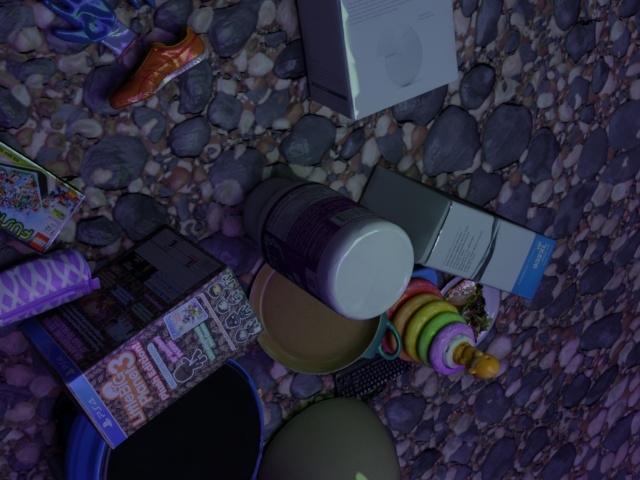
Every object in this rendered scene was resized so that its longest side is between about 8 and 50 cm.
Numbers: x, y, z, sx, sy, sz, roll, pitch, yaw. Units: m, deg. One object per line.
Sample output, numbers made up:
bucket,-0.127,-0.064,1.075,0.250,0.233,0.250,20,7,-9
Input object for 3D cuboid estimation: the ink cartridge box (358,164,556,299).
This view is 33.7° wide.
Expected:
ink cartridge box,0.247,-0.014,1.954,0.307,0.223,0.129,17,99,-40

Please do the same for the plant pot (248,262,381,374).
plant pot,-0.009,0.118,1.875,0.236,0.032,0.236,0,91,2

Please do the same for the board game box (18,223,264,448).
board game box,-0.277,0.138,1.628,0.291,0.232,0.141,-36,123,-17

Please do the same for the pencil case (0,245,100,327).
pencil case,-0.443,0.079,1.580,0.206,0.088,0.086,-26,126,-26

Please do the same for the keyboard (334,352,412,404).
keyboard,0.109,0.278,2.124,0.180,0.023,0.108,-23,123,-25

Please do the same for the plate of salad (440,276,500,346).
plate of salad,0.305,0.157,2.194,0.200,0.048,0.199,-16,120,-31

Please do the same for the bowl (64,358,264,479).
bowl,-0.249,0.358,1.794,0.391,0.077,0.391,-12,107,-46

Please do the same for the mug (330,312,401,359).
mug,0.070,0.152,1.960,0.158,0.129,0.097,20,96,-27

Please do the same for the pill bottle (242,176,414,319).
pill bottle,0.000,0.000,1.726,0.169,0.301,0.169,-15,119,-30

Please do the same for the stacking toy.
stacking toy,0.229,0.185,1.983,0.175,0.302,0.165,-15,119,-31

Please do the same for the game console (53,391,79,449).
game console,-0.371,0.292,1.744,0.122,0.071,0.107,26,94,-41

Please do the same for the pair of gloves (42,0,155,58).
pair of gloves,-0.305,-0.359,1.519,0.159,0.023,0.198,38,85,-39

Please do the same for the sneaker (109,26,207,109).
sneaker,-0.253,-0.258,1.590,0.175,0.064,0.067,-42,110,-20

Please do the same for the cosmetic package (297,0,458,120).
cosmetic package,0.094,-0.351,1.739,0.224,0.138,0.224,-24,125,-26

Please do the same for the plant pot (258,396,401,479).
plant pot,0.047,0.476,2.046,0.284,0.191,0.284,-17,125,-26

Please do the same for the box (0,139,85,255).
box,-0.456,-0.074,1.532,0.207,0.036,0.114,36,88,-41

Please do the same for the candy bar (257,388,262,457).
candy bar,-0.127,0.353,1.988,0.040,0.018,0.161,-13,119,-28
